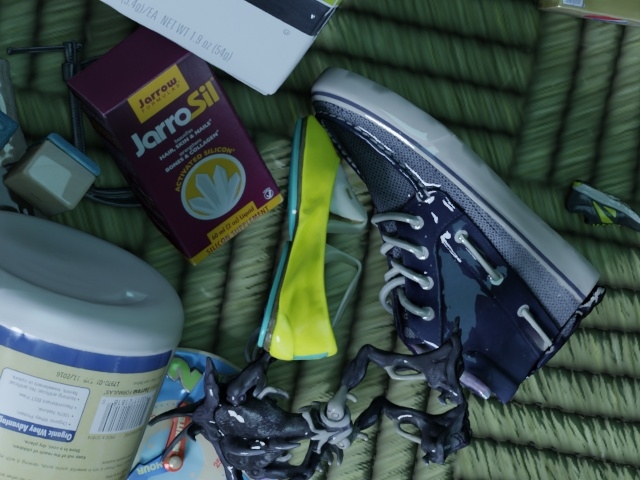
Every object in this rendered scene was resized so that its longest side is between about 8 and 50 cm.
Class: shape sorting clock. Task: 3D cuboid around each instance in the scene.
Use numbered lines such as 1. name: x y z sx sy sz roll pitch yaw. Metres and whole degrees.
1. shape sorting clock: -0.135 0.198 1.728 0.206 0.040 0.206 -1 95 -13

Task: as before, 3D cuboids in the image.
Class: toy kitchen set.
1. toy kitchen set: -0.253 -0.148 1.606 0.207 0.122 0.166 38 78 -13

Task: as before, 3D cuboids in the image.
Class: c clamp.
1. c clamp: -0.199 -0.104 1.702 0.137 0.022 0.161 -12 96 -17

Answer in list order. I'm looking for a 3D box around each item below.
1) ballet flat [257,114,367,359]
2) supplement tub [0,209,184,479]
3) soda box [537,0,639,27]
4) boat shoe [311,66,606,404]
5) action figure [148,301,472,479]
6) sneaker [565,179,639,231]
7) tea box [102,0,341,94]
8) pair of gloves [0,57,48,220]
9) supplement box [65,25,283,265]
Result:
1. ballet flat: 0.000 0.000 1.645 0.077 0.077 0.231 9 63 0
2. supplement tub: -0.264 0.157 1.581 0.228 0.228 0.316 18 104 -14
3. soda box: 0.300 -0.230 1.784 0.181 0.061 0.058 9 92 -13
4. boat shoe: 0.095 0.004 1.719 0.340 0.127 0.158 39 78 -13
5. action figure: -0.007 0.139 1.687 0.275 0.141 0.164 -4 122 8
6. sneaker: 0.269 -0.027 1.812 0.083 0.031 0.035 29 101 -9
7. tea box: -0.086 -0.352 1.508 0.329 0.220 0.323 28 132 -10
8. pair of gloves: -0.357 -0.039 1.656 0.240 0.042 0.204 -18 93 -16
9. supplement box: -0.124 -0.086 1.647 0.104 0.081 0.188 -37 130 -10
